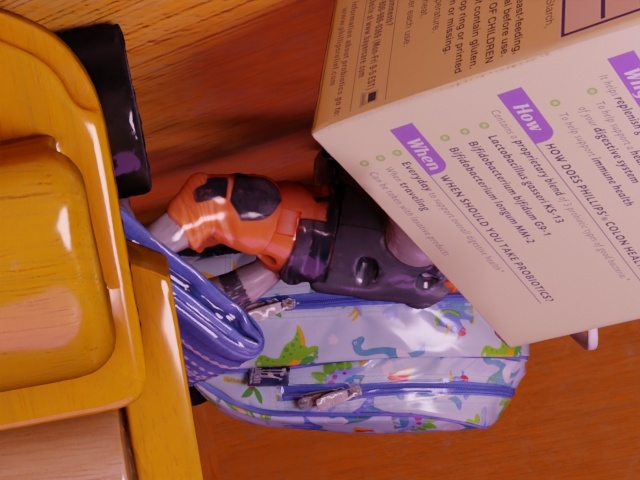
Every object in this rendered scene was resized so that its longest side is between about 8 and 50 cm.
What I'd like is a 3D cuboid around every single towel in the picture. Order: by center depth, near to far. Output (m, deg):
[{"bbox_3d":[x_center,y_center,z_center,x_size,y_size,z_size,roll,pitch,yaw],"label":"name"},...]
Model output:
[{"bbox_3d":[-0.192,0.025,0.963,0.040,0.243,0.336,-57,-165,-26],"label":"towel"}]

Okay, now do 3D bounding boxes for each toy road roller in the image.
[{"bbox_3d":[-0.173,0.049,0.693,0.202,0.330,0.240,-9,-167,-6],"label":"toy road roller"}]

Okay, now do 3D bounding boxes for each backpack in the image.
[{"bbox_3d":[0.022,0.077,1.341,0.355,0.273,0.290,-17,170,3],"label":"backpack"}]

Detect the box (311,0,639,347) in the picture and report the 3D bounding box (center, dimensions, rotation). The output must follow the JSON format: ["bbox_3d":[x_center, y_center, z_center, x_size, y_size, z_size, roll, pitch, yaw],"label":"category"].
[{"bbox_3d":[0.157,-0.068,0.718,0.243,0.117,0.213,-16,137,32],"label":"box"}]

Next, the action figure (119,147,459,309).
[{"bbox_3d":[0.000,0.000,1.092,0.330,0.179,0.341,-2,170,2],"label":"action figure"}]

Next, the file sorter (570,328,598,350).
[{"bbox_3d":[0.280,-0.046,0.943,0.277,0.193,0.173,-11,-175,2],"label":"file sorter"}]
